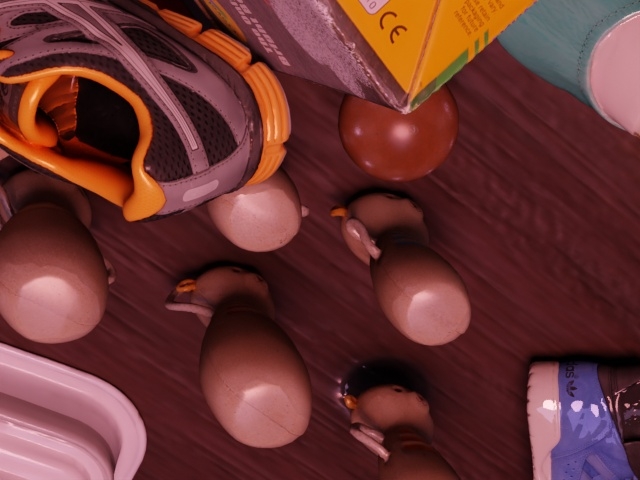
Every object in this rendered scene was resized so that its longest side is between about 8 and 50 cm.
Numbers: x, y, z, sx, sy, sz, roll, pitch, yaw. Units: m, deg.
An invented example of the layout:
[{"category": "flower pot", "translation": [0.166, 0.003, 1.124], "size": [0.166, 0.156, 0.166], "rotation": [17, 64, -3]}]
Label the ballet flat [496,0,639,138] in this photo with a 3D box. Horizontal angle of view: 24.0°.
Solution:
[{"category": "ballet flat", "translation": [0.195, -0.065, 0.691], "size": [0.247, 0.087, 0.083], "rotation": [20, 124, -13]}]

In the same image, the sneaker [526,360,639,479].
[{"category": "sneaker", "translation": [0.165, 0.133, 0.850], "size": [0.085, 0.058, 0.152], "rotation": [-2, 119, 13]}]

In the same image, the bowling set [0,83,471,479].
[{"category": "bowling set", "translation": [0.000, 0.000, 0.730], "size": [0.287, 0.154, 0.200], "rotation": [35, 101, -20]}]

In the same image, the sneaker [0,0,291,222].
[{"category": "sneaker", "translation": [-0.118, -0.076, 0.605], "size": [0.215, 0.083, 0.084], "rotation": [26, 126, 16]}]

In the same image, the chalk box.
[{"category": "chalk box", "translation": [0.000, -0.151, 0.581], "size": [0.132, 0.213, 0.132], "rotation": [-42, 116, -8]}]

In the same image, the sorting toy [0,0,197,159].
[{"category": "sorting toy", "translation": [-0.187, -0.096, 0.700], "size": [0.275, 0.046, 0.132], "rotation": [-28, 120, 20]}]

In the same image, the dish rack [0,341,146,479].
[{"category": "dish rack", "translation": [-0.283, 0.183, 0.889], "size": [0.286, 0.072, 0.332], "rotation": [21, 122, -13]}]
